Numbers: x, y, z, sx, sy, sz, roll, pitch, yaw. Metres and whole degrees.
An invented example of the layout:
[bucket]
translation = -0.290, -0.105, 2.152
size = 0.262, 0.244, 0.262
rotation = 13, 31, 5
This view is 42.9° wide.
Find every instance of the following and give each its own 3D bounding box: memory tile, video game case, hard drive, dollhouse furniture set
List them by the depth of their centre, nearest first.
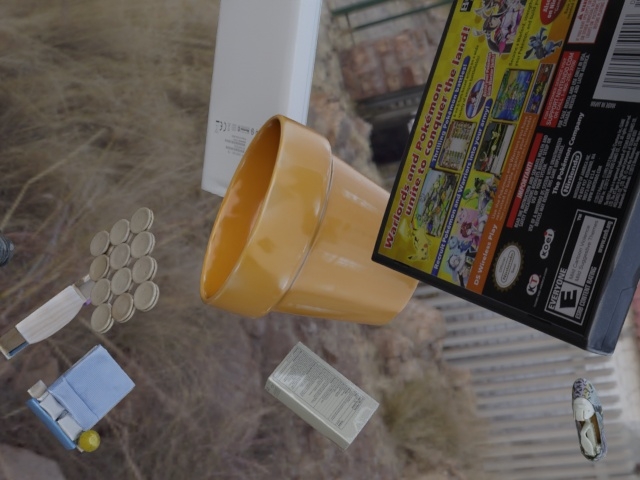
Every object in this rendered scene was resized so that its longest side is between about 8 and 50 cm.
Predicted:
[video game case]
translation = 0.159, -0.083, 0.616
size = 0.035, 0.248, 0.274
rotation = 15, 94, -33
[memory tile]
translation = -0.247, 0.037, 1.019
size = 0.012, 0.113, 0.148
rotation = 33, 37, -48
[hard drive]
translation = -0.080, -0.200, 1.036
size = 0.040, 0.203, 0.307
rotation = 1, 102, -35
[dollhouse furniture set]
translation = -0.475, 0.246, 1.713
size = 0.286, 0.198, 0.303
rotation = -42, 100, -35

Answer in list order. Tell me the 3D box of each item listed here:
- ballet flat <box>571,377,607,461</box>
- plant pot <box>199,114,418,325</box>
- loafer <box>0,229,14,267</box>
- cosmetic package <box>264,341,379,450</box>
[ballet flat]
translation = 0.360, 0.244, 1.097
size = 0.041, 0.041, 0.114
rotation = -20, 97, -71
[plant pot]
translation = 0.000, 0.000, 0.847
size = 0.188, 0.205, 0.205
rotation = 22, 47, -17
[loafer]
translation = -0.506, 0.009, 1.244
size = 0.078, 0.223, 0.076
rotation = 15, 90, -30
[cosmetic package]
translation = 0.000, 0.173, 0.904
size = 0.060, 0.115, 0.041
rotation = -47, 170, -26
